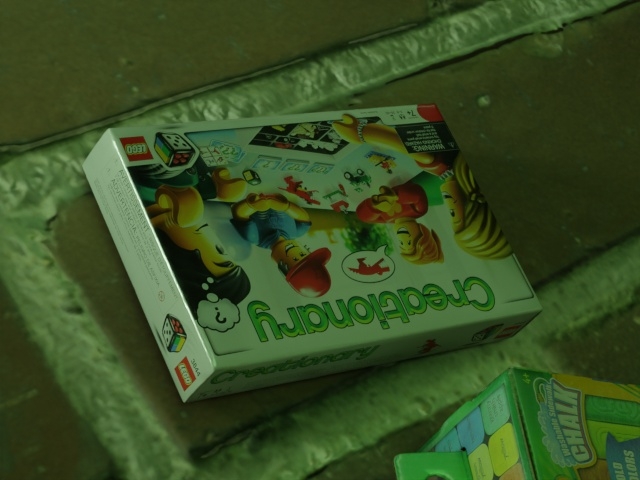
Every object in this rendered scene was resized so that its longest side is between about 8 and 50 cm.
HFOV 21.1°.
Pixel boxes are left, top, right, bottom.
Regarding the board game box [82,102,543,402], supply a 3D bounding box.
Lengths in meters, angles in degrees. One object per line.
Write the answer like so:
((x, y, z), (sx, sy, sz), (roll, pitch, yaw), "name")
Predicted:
((0.000, 0.000, 1.238), (0.305, 0.053, 0.193), (-8, 63, -38), "board game box")

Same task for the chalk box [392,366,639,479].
((0.151, 0.175, 1.151), (0.213, 0.132, 0.132), (10, 52, -29), "chalk box")
